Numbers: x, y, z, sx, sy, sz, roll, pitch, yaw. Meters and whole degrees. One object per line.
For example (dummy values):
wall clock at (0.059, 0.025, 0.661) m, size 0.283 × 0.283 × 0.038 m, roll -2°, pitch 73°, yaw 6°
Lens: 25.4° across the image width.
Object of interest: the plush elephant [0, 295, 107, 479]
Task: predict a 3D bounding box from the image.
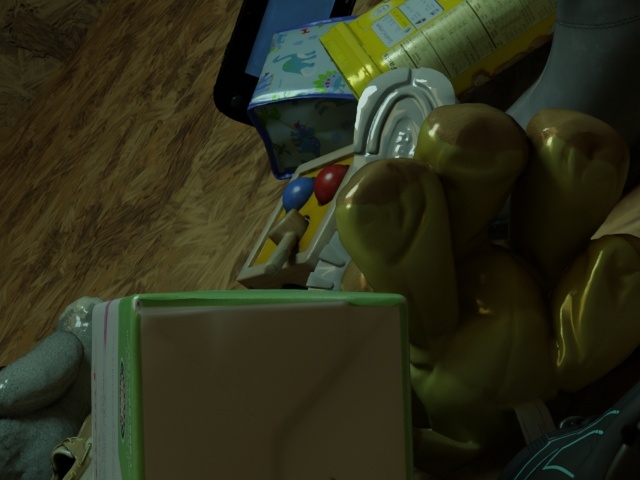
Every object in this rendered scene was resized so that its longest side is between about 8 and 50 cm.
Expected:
plush elephant at (-0.367, 0.167, 1.328) m, size 0.272 × 0.255 × 0.330 m, roll -47°, pitch 21°, yaw 16°

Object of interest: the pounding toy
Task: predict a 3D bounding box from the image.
pounding toy at (0.000, 0.000, 1.030) m, size 0.130 × 0.100 × 0.141 m, roll -17°, pitch 41°, yaw 59°

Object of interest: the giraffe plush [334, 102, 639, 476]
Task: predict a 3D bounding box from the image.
giraffe plush at (0.074, 0.043, 0.767) m, size 0.170 × 0.181 × 0.210 m, roll 156°, pitch 112°, yaw -71°

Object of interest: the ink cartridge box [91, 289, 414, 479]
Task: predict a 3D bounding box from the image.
ink cartridge box at (-0.051, 0.130, 0.724) m, size 0.353 × 0.119 × 0.207 m, roll 168°, pitch 101°, yaw -77°

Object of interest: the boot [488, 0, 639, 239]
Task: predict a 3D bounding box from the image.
boot at (0.146, -0.163, 0.801) m, size 0.338 × 0.222 × 0.118 m, roll -41°, pitch 24°, yaw 28°

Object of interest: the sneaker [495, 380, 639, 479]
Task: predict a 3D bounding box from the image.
sneaker at (0.128, 0.098, 0.595) m, size 0.267 × 0.101 × 0.106 m, roll -46°, pitch 19°, yaw 17°

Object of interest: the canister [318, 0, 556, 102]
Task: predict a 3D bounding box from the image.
canister at (0.095, -0.156, 1.051) m, size 0.170 × 0.073 × 0.126 m, roll -33°, pitch 31°, yaw 4°

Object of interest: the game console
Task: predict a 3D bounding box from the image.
game console at (0.011, -0.274, 1.354) m, size 0.044 × 0.213 × 0.361 m, roll -130°, pitch 59°, yaw -78°

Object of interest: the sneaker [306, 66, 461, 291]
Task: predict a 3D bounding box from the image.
sneaker at (0.054, 0.007, 0.947) m, size 0.095 × 0.090 × 0.235 m, roll 46°, pitch -120°, yaw -68°

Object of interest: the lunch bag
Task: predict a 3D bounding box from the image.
lunch bag at (0.030, -0.125, 1.185) m, size 0.151 × 0.096 × 0.129 m, roll -11°, pitch 37°, yaw 19°

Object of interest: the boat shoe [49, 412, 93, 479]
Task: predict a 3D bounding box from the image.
boat shoe at (-0.216, 0.197, 1.257) m, size 0.050 × 0.045 × 0.135 m, roll -40°, pitch 24°, yaw 31°
